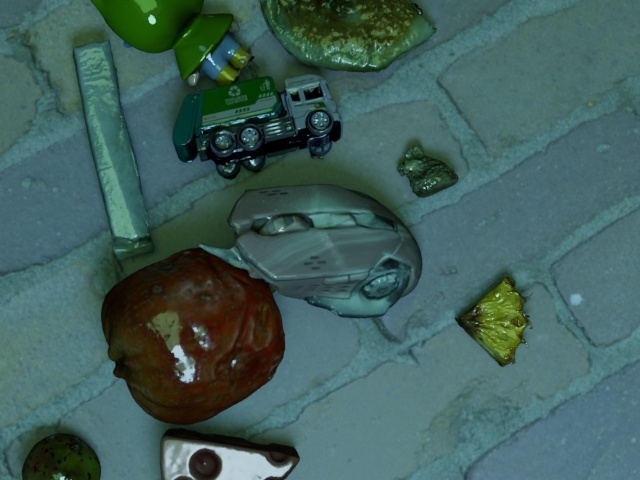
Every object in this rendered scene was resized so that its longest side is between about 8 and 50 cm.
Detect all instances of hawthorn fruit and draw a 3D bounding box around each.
[{"bbox_3d":[-0.179,0.134,1.556,0.261,0.258,0.258,2,84,-8],"label":"hawthorn fruit"}]

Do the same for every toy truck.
[{"bbox_3d":[-0.099,-0.175,1.665,0.253,0.114,0.124,-15,74,-4],"label":"toy truck"}]

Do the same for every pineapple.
[{"bbox_3d":[0.264,0.122,1.679,0.116,0.069,0.137,5,75,3],"label":"pineapple"}]

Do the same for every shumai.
[{"bbox_3d":[0.164,-0.112,1.689,0.083,0.082,0.080,-18,84,-26],"label":"shumai"}]

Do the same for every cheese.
[{"bbox_3d":[-0.146,0.380,1.603,0.202,0.128,0.177,11,86,-6],"label":"cheese"}]

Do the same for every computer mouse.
[{"bbox_3d":[0.004,-0.004,1.564,0.389,0.115,0.199,7,46,-36],"label":"computer mouse"}]

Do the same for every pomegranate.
[{"bbox_3d":[-0.387,0.352,1.606,0.114,0.114,0.142,28,109,0],"label":"pomegranate"}]

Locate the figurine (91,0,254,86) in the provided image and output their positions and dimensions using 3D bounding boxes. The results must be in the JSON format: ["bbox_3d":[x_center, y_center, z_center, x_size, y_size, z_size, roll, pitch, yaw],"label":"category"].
[{"bbox_3d":[-0.222,-0.336,1.665,0.263,0.143,0.162,38,80,-10],"label":"figurine"}]

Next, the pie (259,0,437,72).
[{"bbox_3d":[0.043,-0.397,1.713,0.302,0.067,0.303,0,83,-2],"label":"pie"}]

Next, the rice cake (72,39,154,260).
[{"bbox_3d":[-0.317,-0.138,1.672,0.066,0.063,0.336,-12,84,-7],"label":"rice cake"}]
